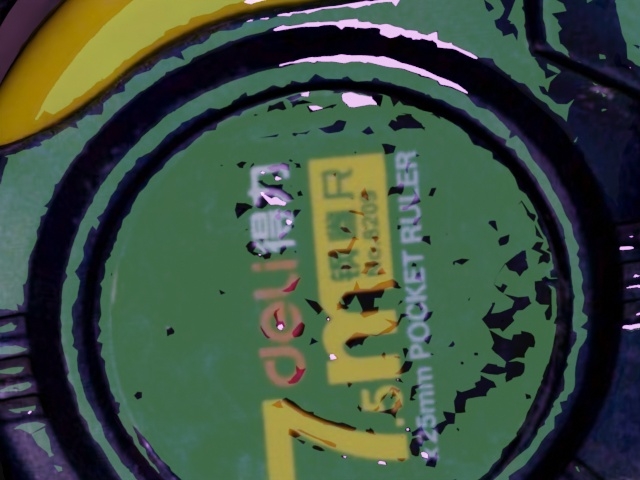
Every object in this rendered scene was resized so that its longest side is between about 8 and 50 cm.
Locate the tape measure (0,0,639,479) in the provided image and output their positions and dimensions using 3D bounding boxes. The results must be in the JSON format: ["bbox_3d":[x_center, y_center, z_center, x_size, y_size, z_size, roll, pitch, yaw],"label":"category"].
[{"bbox_3d":[0.000,0.000,0.448,0.186,0.112,0.199,-6,97,-7],"label":"tape measure"}]
